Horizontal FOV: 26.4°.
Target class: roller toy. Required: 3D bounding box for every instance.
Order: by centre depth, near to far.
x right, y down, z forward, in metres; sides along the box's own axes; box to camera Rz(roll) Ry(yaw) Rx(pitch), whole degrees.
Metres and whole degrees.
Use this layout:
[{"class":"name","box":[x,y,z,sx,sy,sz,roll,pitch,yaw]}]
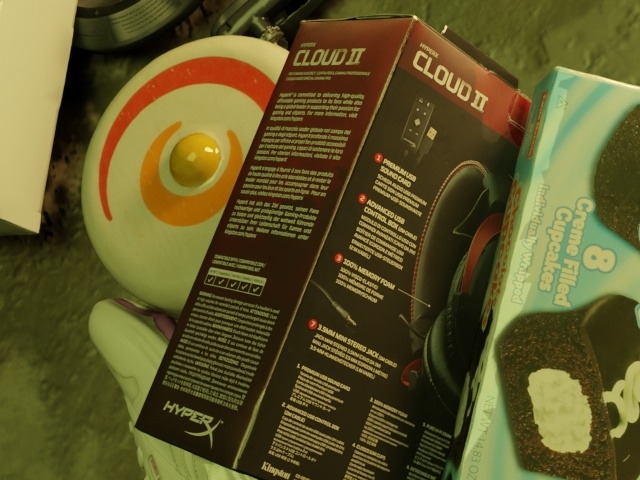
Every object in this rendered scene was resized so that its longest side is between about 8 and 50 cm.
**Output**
[{"class":"roller toy","box":[-0.058,-0.031,0.922,0.191,0.146,0.209,13,79,28]}]

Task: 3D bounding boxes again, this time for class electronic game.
[{"class":"electronic game","box":[-0.157,-0.264,1.140,0.229,0.048,0.229,-11,68,28]}]

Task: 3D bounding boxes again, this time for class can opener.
[{"class":"can opener","box":[-0.008,-0.203,1.051,0.186,0.059,0.073,-38,63,9]}]

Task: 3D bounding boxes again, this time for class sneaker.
[{"class":"sneaker","box":[-0.089,0.164,0.940,0.152,0.114,0.305,-46,62,6]}]

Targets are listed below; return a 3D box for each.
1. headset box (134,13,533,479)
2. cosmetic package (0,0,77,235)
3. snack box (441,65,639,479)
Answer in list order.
[{"class":"headset box","box":[0.053,0.019,0.811,0.110,0.218,0.293,10,75,52]},{"class":"cosmetic package","box":[-0.384,-0.146,1.153,0.377,0.097,0.284,-2,76,30]},{"class":"snack box","box":[0.176,0.084,0.746,0.187,0.060,0.322,14,87,-2]}]
